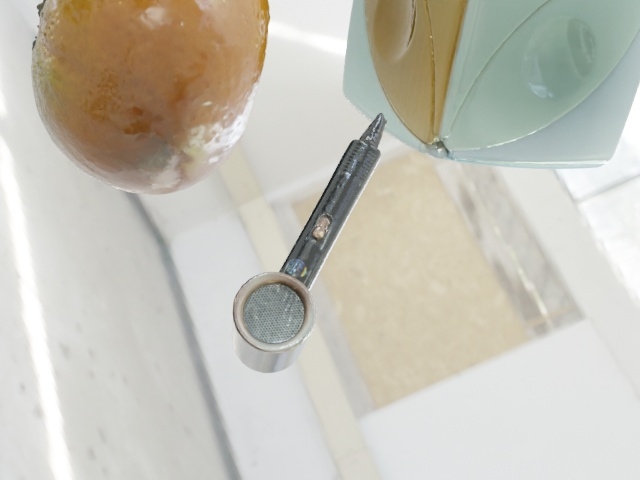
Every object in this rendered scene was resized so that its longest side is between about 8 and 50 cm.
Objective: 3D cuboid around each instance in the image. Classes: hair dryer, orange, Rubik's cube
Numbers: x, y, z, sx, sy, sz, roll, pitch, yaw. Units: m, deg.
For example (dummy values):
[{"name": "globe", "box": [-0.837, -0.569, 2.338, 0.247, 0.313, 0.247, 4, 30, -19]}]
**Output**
[{"name": "hair dryer", "box": [0.000, 0.000, 1.101, 0.070, 0.255, 0.128, 29, -18, 3]}, {"name": "orange", "box": [-0.191, -0.181, 1.372, 0.274, 0.274, 0.310, 65, -22, -2]}, {"name": "Rubik's cube", "box": [0.262, -0.314, 1.857, 0.352, 0.352, 0.347, 38, -58, 56]}]
